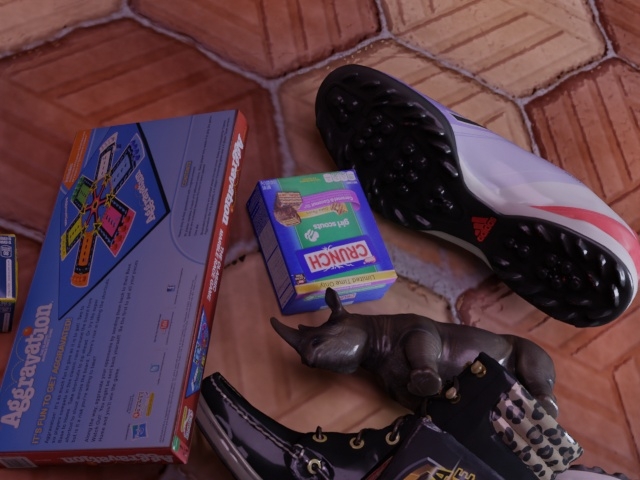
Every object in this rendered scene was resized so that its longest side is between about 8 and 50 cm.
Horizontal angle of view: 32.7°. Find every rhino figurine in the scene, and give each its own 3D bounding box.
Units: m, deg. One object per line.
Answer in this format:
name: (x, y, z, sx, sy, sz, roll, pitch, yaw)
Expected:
rhino figurine: (0.076, 0.096, 0.832, 0.243, 0.073, 0.106, 16, 27, -9)

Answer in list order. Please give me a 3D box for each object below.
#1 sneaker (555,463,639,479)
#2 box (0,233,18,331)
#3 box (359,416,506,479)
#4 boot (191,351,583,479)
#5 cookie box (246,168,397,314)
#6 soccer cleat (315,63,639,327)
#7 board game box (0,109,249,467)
sneaker: (0.230, 0.250, 0.783, 0.272, 0.100, 0.108, 30, 60, 1)
box: (-0.298, 0.030, 0.754, 0.169, 0.059, 0.054, 1, 61, -19)
box: (-0.047, 0.261, 0.555, 0.073, 0.295, 0.293, 38, 55, 3)
boot: (0.043, 0.133, 0.748, 0.236, 0.085, 0.178, 43, 90, 3)
cookie box: (0.000, 0.000, 0.890, 0.092, 0.040, 0.107, -8, 63, -25)
soccer cleat: (0.138, -0.050, 0.946, 0.318, 0.108, 0.116, 35, 34, 6)
board game box: (-0.141, 0.027, 0.787, 0.145, 0.027, 0.281, -4, 55, 18)
